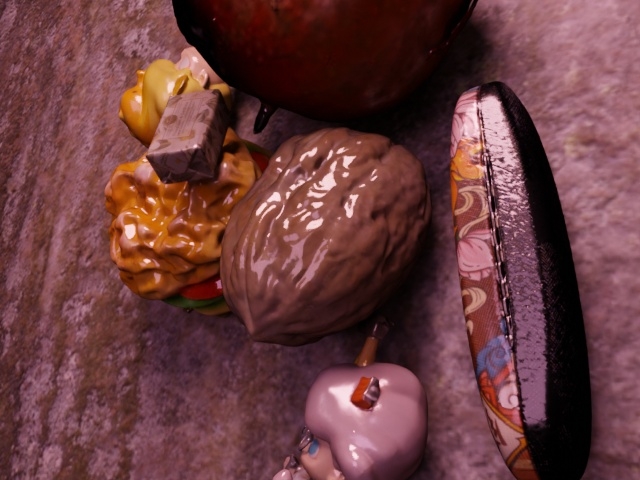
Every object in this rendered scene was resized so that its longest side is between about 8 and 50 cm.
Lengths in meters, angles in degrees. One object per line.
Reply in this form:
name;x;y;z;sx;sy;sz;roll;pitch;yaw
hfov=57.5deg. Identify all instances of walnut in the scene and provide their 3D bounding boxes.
walnut;0.000;-0.001;0.535;0.178;0.178;0.230;11;52;34

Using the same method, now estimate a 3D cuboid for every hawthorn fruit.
hawthorn fruit;0.000;-0.268;0.581;0.315;0.316;0.316;-12;66;28

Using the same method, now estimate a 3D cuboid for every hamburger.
hamburger;-0.150;-0.033;0.664;0.237;0.149;0.237;-11;67;29

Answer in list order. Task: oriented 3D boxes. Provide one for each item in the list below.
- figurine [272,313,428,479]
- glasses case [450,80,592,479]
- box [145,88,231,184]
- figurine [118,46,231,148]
figurine;0.021;0.180;0.497;0.112;0.137;0.229;33;95;5
glasses case;0.157;0.023;0.465;0.082;0.122;0.321;-13;65;26
box;-0.128;-0.104;0.579;0.062;0.045;0.098;-7;50;12
figurine;-0.152;-0.211;0.752;0.246;0.131;0.156;-49;20;8
